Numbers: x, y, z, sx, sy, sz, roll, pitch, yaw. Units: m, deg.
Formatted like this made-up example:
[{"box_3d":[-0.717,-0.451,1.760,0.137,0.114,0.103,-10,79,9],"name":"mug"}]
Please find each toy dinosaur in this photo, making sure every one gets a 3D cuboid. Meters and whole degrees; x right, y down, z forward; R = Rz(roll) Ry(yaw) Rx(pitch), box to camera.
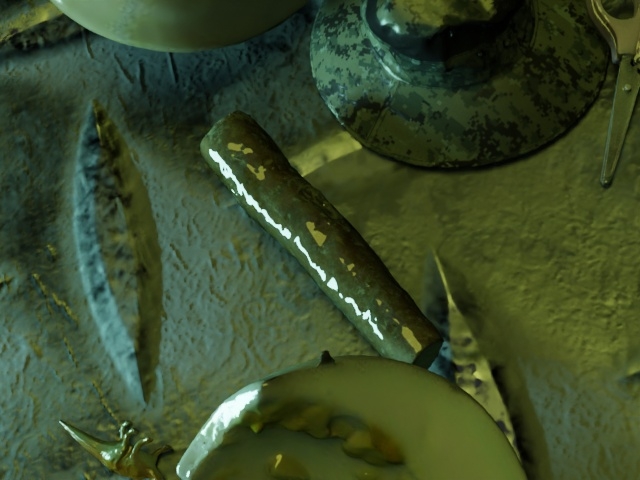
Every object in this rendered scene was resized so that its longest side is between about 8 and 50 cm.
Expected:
[{"box_3d":[-0.152,0.156,1.018,0.113,0.026,0.041,33,92,19],"name":"toy dinosaur"}]

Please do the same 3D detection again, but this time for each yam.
[{"box_3d":[0.000,0.000,1.043,0.061,0.061,0.274,-39,60,-7],"name":"yam"}]

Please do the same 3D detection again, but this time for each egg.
[{"box_3d":[0.019,0.200,0.874,0.206,0.162,0.271,-15,91,-29],"name":"egg"}]

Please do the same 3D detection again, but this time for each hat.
[{"box_3d":[0.102,-0.190,1.081,0.265,0.128,0.265,-6,65,12],"name":"hat"}]

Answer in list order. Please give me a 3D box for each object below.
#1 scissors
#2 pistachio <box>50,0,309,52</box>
[{"box_3d":[0.245,-0.130,1.060,0.100,0.015,0.189,17,73,-1],"name":"scissors"},{"box_3d":[-0.105,-0.371,1.137,0.281,0.365,0.445,-13,50,62],"name":"pistachio"}]
